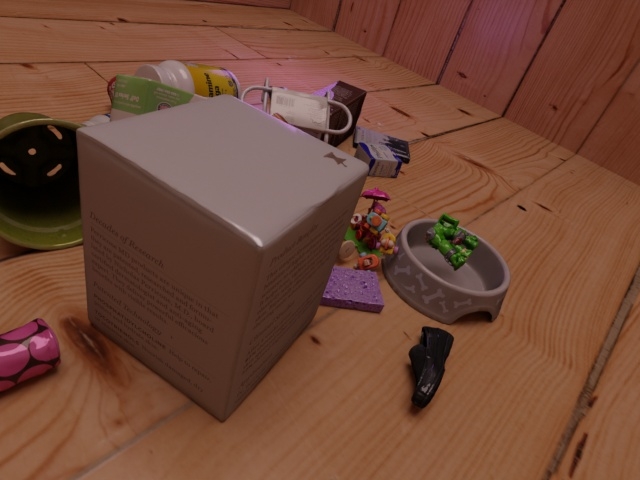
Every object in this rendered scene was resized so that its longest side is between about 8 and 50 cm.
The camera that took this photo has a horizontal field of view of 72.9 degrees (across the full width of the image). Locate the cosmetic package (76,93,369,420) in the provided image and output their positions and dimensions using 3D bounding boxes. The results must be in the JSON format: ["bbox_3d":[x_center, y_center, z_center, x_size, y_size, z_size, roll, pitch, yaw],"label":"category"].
[{"bbox_3d":[-0.169,0.012,0.766,0.327,0.394,0.329,30,37,15],"label":"cosmetic package"}]

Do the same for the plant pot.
[{"bbox_3d":[-0.602,-0.159,0.941,0.275,0.276,0.253,-15,36,-37],"label":"plant pot"}]

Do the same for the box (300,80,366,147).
[{"bbox_3d":[0.033,-0.467,1.654,0.143,0.191,0.381,28,36,12],"label":"box"}]

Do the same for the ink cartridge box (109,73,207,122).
[{"bbox_3d":[-0.345,-0.146,0.934,0.119,0.354,0.207,20,11,31],"label":"ink cartridge box"}]

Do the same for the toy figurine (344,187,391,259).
[{"bbox_3d":[0.141,-0.062,1.198,0.130,0.159,0.173,2,40,-22],"label":"toy figurine"}]

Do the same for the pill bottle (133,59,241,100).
[{"bbox_3d":[-0.434,-0.489,1.433,0.187,0.188,0.333,34,28,20],"label":"pill bottle"}]

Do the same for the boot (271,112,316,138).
[{"bbox_3d":[-0.069,-0.232,1.224,0.220,0.109,0.283,40,-7,-3],"label":"boot"}]

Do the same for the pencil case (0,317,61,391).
[{"bbox_3d":[-0.514,0.186,0.648,0.209,0.095,0.098,-16,28,-41],"label":"pencil case"}]

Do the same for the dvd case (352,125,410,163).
[{"bbox_3d":[0.254,-0.402,1.803,0.238,0.030,0.179,16,36,-4],"label":"dvd case"}]

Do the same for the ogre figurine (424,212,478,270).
[{"bbox_3d":[0.332,-0.004,1.092,0.118,0.097,0.197,43,52,12],"label":"ogre figurine"}]

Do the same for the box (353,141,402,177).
[{"bbox_3d":[0.214,-0.301,1.616,0.137,0.072,0.126,0,39,-23],"label":"box"}]

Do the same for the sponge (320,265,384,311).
[{"bbox_3d":[0.042,0.109,1.040,0.209,0.031,0.117,10,37,-12],"label":"sponge"}]

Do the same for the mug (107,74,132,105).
[{"bbox_3d":[-0.611,-0.451,1.418,0.150,0.113,0.169,-5,45,-26],"label":"mug"}]

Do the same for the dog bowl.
[{"bbox_3d":[0.345,0.069,1.168,0.348,0.102,0.349,12,37,-9],"label":"dog bowl"}]

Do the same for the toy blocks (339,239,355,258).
[{"bbox_3d":[0.000,0.000,1.144,0.123,0.054,0.148,-18,38,-29],"label":"toy blocks"}]

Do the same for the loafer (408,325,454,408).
[{"bbox_3d":[0.217,0.254,0.896,0.078,0.076,0.223,23,31,15],"label":"loafer"}]

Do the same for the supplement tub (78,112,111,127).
[{"bbox_3d":[-0.520,-0.266,1.145,0.144,0.145,0.199,32,37,18],"label":"supplement tub"}]

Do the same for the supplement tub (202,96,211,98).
[{"bbox_3d":[-0.256,-0.223,1.167,0.235,0.236,0.325,-12,46,-35],"label":"supplement tub"}]

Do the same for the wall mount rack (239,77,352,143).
[{"bbox_3d":[-0.085,-0.335,1.348,0.349,0.130,0.305,8,76,-14],"label":"wall mount rack"}]

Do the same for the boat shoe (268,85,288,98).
[{"bbox_3d":[-0.169,-0.619,1.876,0.083,0.065,0.183,-3,34,-25],"label":"boat shoe"}]

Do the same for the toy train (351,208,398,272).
[{"bbox_3d":[0.131,-0.001,1.114,0.125,0.046,0.167,-14,79,14],"label":"toy train"}]
